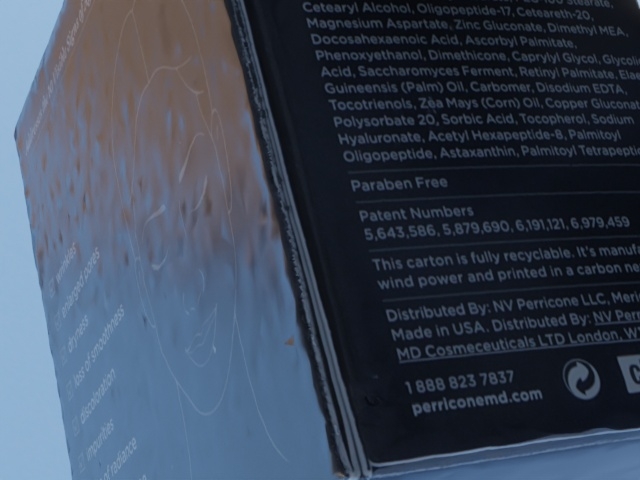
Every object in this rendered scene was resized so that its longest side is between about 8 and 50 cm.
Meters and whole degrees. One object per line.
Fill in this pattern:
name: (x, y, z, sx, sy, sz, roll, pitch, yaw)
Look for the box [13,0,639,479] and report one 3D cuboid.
box: (0.000, 0.000, 1.014, 0.297, 0.480, 0.472, -4, -115, -26)
